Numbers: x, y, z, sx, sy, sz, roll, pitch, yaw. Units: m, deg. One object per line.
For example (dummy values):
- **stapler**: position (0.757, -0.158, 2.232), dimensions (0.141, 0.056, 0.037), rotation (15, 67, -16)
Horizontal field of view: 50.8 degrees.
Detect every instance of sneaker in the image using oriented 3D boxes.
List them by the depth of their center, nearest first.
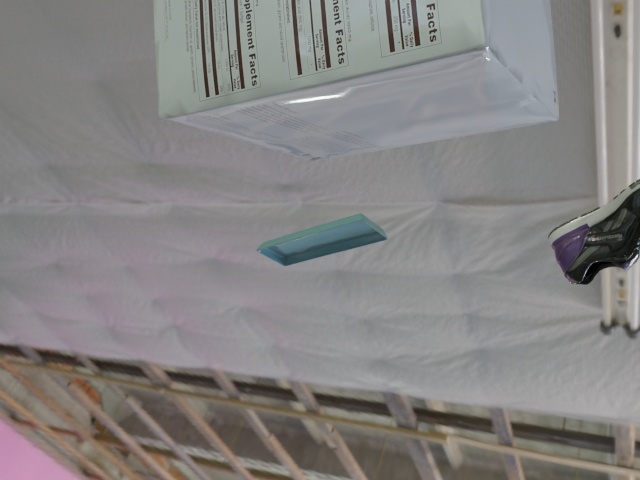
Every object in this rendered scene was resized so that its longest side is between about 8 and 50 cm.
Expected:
- **sneaker**: position (0.562, -0.013, 1.217), dimensions (0.107, 0.124, 0.283), rotation (17, -41, -38)

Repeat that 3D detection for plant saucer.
- **plant saucer**: position (0.000, 0.000, 0.962), dimensions (0.192, 0.018, 0.067), rotation (-15, -32, 36)

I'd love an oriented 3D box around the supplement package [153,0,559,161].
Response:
- **supplement package**: position (0.031, -0.150, 0.446), dimensions (0.203, 0.149, 0.194), rotation (-6, -4, 29)
